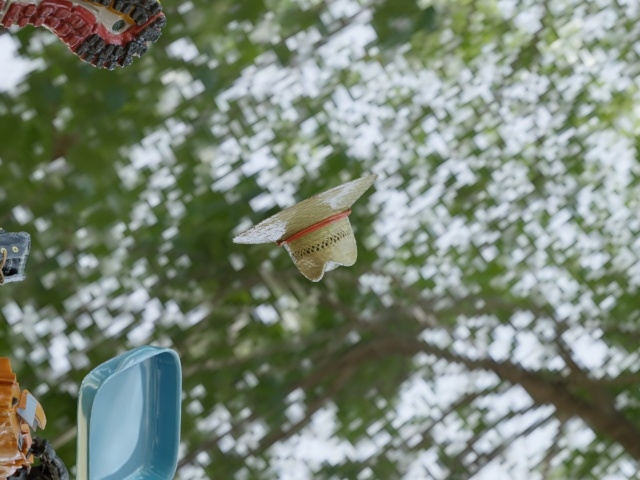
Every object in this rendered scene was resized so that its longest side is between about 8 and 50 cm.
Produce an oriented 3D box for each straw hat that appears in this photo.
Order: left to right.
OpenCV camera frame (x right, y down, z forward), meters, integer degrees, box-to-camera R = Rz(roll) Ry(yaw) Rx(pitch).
[{"bbox_3d":[0.000,0.000,1.639,0.144,0.144,0.061,-29,-96,53],"label":"straw hat"}]

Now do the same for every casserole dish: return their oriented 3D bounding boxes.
[{"bbox_3d":[-0.180,0.174,1.797,0.037,0.114,0.188,27,-53,35],"label":"casserole dish"}]

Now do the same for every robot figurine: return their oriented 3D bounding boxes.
[{"bbox_3d":[-0.391,0.216,2.193,0.211,0.085,0.291,5,-26,2],"label":"robot figurine"}]

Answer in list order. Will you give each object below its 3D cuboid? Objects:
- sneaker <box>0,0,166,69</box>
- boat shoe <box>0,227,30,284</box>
[{"bbox_3d":[-0.211,-0.197,1.393,0.088,0.225,0.092,-46,-126,10],"label":"sneaker"},{"bbox_3d":[-0.350,0.025,2.022,0.083,0.183,0.065,10,-68,-2],"label":"boat shoe"}]
